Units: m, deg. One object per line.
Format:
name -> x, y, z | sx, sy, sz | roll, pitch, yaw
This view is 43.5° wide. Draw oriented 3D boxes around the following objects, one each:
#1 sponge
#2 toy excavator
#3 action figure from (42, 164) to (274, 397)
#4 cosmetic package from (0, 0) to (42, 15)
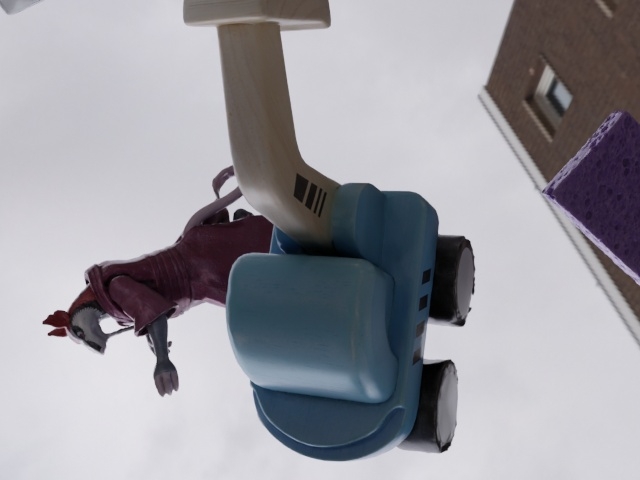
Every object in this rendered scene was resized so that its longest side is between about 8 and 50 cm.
sponge -> 0.346, -0.028, 0.857 | 0.210, 0.031, 0.117 | 40, -89, -16
toy excavator -> 0.000, 0.000, 0.800 | 0.222, 0.445, 0.433 | 3, -101, 24
action figure -> -0.208, 0.051, 1.132 | 0.370, 0.248, 0.276 | -14, -82, -29
cosmetic package -> -0.177, -0.317, 0.590 | 0.224, 0.138, 0.225 | -25, -127, -2
